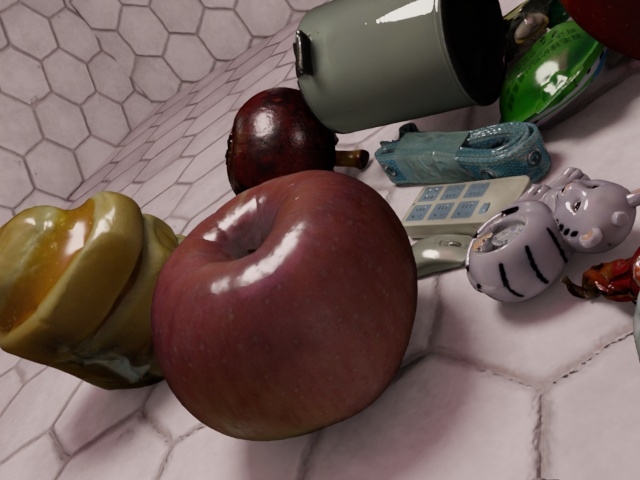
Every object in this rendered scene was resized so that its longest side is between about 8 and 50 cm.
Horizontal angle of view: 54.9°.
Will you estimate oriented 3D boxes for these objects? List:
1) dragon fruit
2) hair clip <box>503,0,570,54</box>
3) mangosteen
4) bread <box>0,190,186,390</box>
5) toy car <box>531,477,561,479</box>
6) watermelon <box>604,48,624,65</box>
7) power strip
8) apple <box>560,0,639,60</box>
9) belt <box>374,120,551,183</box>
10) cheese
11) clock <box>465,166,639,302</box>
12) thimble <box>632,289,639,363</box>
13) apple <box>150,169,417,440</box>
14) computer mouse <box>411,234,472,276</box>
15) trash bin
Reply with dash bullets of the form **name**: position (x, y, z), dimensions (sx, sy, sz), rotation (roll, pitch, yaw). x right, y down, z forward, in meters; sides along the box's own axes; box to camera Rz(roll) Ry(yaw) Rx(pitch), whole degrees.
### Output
- **dragon fruit**: position (0.284, 0.035, 0.518), dimensions (0.190, 0.094, 0.094), rotation (-17, 31, 52)
- **hair clip**: position (0.312, -0.340, 1.082), dimensions (0.321, 0.138, 0.091), rotation (-28, 70, 21)
- **mangosteen**: position (-0.040, -0.154, 1.119), dimensions (0.261, 0.236, 0.235), rotation (2, 21, -15)
- **bread**: position (-0.329, 0.092, 0.924), dimensions (0.300, 0.341, 0.210), rotation (-30, 49, 8)
- **toy car**: position (0.170, 0.219, 0.285), dimensions (0.157, 0.172, 0.235), rotation (-22, 23, -4)
- **watermelon**: position (0.486, -0.354, 0.910), dimensions (0.241, 0.094, 0.154), rotation (-48, 37, -17)
- **power strip**: position (0.189, -0.040, 0.809), dimensions (0.192, 0.035, 0.081), rotation (-2, 43, 51)
- **apple**: position (0.416, -0.329, 0.667), dimensions (0.288, 0.316, 0.288), rotation (-63, 6, 13)
- **belt**: position (0.195, -0.125, 0.901), dimensions (0.087, 0.072, 0.302), rotation (-51, 30, -17)
- **cheese**: position (0.335, -0.253, 0.903), dimensions (0.204, 0.083, 0.320), rotation (-47, 6, 29)
- **clock**: position (0.231, -0.002, 0.617), dimensions (0.176, 0.080, 0.117), rotation (-38, 12, -1)
- **thimble**: position (0.297, 0.078, 0.324), dimensions (0.204, 0.172, 0.250), rotation (-32, 25, 7)
- **apple**: position (-0.031, 0.074, 0.673), dimensions (0.305, 0.235, 0.306), rotation (-26, 30, 17)
- **computer mouse**: position (0.145, 0.014, 0.778), dimensions (0.110, 0.032, 0.056), rotation (-17, 34, 36)
- **trash bin**: position (0.124, -0.293, 0.958), dimensions (0.262, 0.217, 0.277), rotation (-4, 1, 40)
